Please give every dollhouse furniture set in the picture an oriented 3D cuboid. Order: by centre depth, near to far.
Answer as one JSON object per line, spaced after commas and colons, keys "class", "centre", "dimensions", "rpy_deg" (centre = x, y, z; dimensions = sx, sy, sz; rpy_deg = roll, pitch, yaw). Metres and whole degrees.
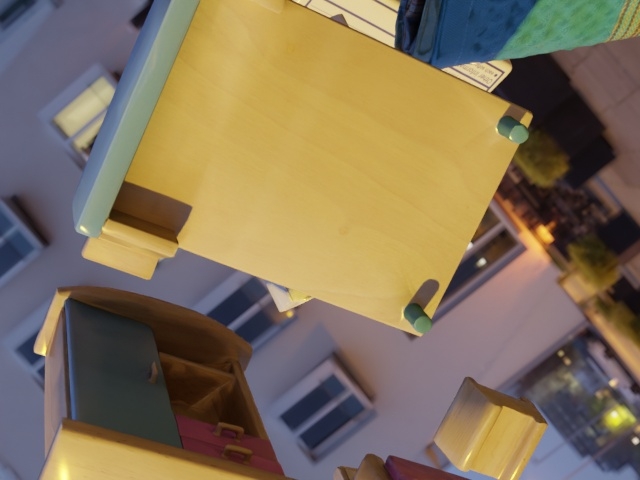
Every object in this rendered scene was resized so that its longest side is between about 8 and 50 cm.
{"class": "dollhouse furniture set", "centre": [0.000, 0.000, 0.632], "dimensions": [0.286, 0.303, 0.198], "rpy_deg": [19, -167, -19]}

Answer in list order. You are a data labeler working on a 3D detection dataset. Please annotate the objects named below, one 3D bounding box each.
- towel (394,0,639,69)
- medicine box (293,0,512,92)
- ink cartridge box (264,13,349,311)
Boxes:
{"class": "towel", "centre": [0.229, -0.210, 0.594], "dimensions": [0.271, 0.370, 0.040], "rpy_deg": [101, 152, -58]}
{"class": "medicine box", "centre": [0.002, -0.176, 1.203], "dimensions": [0.263, 0.289, 0.149], "rpy_deg": [20, -143, -36]}
{"class": "ink cartridge box", "centre": [-0.008, -0.053, 0.806], "dimensions": [0.175, 0.127, 0.072], "rpy_deg": [64, 166, 4]}
